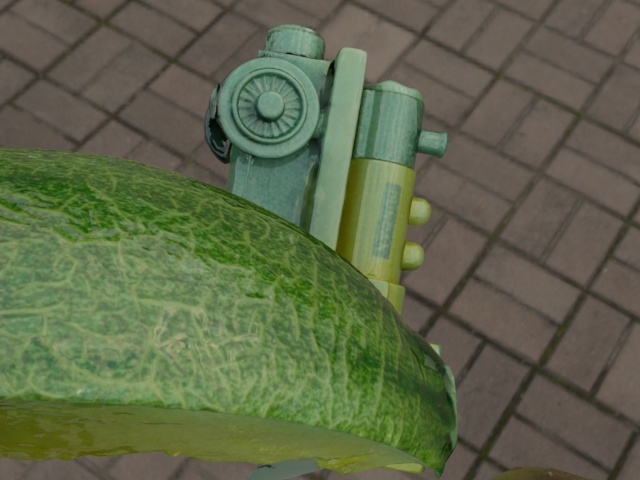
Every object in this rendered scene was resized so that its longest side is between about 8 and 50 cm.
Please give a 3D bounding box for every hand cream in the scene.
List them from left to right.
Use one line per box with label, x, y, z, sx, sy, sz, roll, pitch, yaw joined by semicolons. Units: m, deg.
hand cream;0.008;0.195;0.928;0.205;0.078;0.050;-5;57;-51

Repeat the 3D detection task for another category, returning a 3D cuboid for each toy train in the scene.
toy train;0.000;0.000;0.824;0.237;0.150;0.368;10;85;-4

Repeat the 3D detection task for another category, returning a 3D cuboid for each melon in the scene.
melon;-0.070;0.041;0.484;0.323;0.124;0.196;9;33;-13

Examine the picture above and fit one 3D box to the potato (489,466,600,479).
potato;0.271;0.327;0.930;0.307;0.173;0.210;2;30;19
